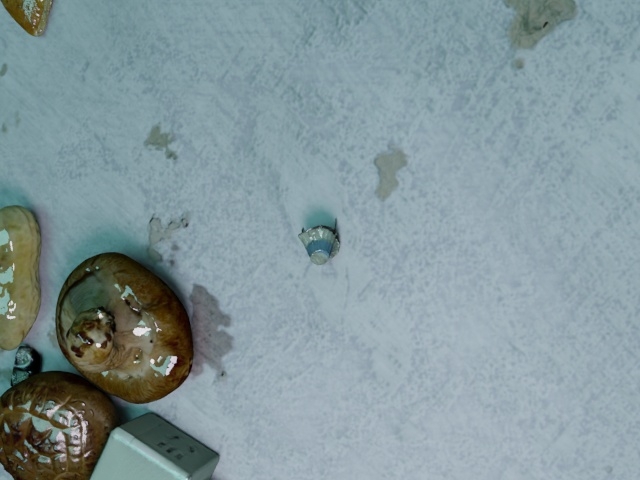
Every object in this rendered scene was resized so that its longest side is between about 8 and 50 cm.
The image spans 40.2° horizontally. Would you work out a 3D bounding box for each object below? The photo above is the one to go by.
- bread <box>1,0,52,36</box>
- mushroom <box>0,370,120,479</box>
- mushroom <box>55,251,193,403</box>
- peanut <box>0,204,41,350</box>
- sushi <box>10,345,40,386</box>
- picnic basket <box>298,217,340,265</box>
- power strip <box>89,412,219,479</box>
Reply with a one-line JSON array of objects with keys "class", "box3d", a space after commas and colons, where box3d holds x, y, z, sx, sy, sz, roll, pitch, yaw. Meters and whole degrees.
[{"class": "bread", "box3d": [-0.562, -0.476, 1.640, 0.136, 0.054, 0.154, 23, 96, 18]}, {"class": "mushroom", "box3d": [-0.488, 0.355, 1.595, 0.253, 0.153, 0.253, 6, 109, 16]}, {"class": "mushroom", "box3d": [-0.370, 0.157, 1.534, 0.267, 0.254, 0.267, -8, 78, 46]}, {"class": "peanut", "box3d": [-0.588, 0.070, 1.637, 0.125, 0.111, 0.275, 5, 93, 22]}, {"class": "sushi", "box3d": [-0.562, 0.245, 1.679, 0.046, 0.044, 0.083, 12, 98, -5]}, {"class": "picnic basket", "box3d": [0.000, 0.000, 1.478, 0.065, 0.083, 0.083, -23, 41, 18]}, {"class": "power strip", "box3d": [-0.269, 0.425, 1.533, 0.224, 0.140, 0.139, 29, 99, 14]}]
